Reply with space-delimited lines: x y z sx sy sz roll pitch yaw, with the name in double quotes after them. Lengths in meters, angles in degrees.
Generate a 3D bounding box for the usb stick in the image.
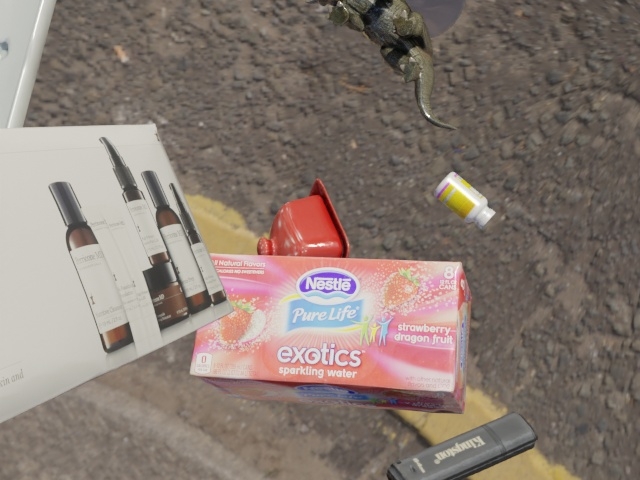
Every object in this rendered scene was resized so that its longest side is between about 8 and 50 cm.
0.245 0.368 1.690 0.077 0.278 0.045 56 153 35 "usb stick"

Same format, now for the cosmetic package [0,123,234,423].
-0.116 0.013 0.350 0.060 0.239 0.098 -25 89 19 "cosmetic package"

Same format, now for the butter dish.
-0.039 0.011 1.489 0.160 0.118 0.159 112 146 -42 "butter dish"

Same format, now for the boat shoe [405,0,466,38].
0.170 -0.468 1.463 0.127 0.158 0.340 8 147 3 "boat shoe"

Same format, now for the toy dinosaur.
0.099 -0.288 1.347 0.313 0.160 0.121 41 108 1 "toy dinosaur"

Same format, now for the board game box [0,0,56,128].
-0.314 -0.102 0.577 0.390 0.050 0.389 4 74 22 "board game box"

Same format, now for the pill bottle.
0.201 -0.054 1.367 0.083 0.043 0.043 41 111 9 "pill bottle"

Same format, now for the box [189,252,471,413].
0.019 0.107 1.148 0.300 0.142 0.154 2 71 14 "box"
